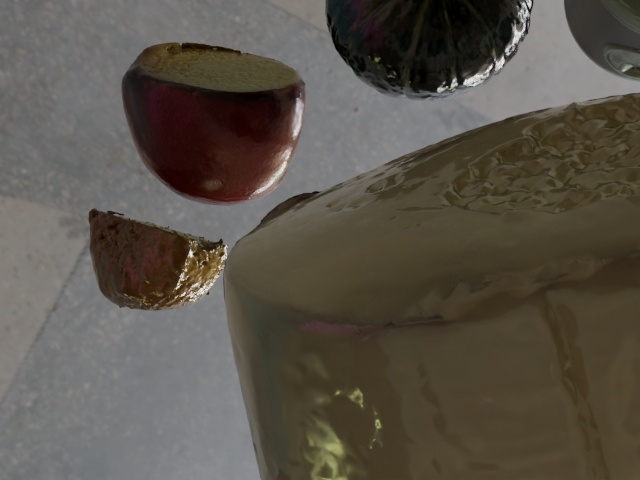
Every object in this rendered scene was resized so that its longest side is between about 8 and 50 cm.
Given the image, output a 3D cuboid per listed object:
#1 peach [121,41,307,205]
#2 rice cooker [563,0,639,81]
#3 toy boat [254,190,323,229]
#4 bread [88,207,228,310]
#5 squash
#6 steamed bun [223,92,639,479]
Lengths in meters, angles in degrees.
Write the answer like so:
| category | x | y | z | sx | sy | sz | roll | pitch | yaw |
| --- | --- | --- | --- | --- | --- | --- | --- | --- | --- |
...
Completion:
| category | x | y | z | sx | sy | sz | roll | pitch | yaw |
| --- | --- | --- | --- | --- | --- | --- | --- | --- | --- |
| peach | -0.167 | -0.180 | 1.620 | 0.274 | 0.248 | 0.245 | 17 | 89 | -5 |
| rice cooker | 0.527 | -0.399 | 1.651 | 0.288 | 0.288 | 0.277 | -38 | 172 | -8 |
| toy boat | 0.000 | 0.000 | 1.278 | 0.188 | 0.061 | 0.116 | -10 | 137 | -2 |
| bread | -0.246 | 0.035 | 1.597 | 0.143 | 0.229 | 0.140 | 5 | 96 | -43 |
| squash | 0.131 | -0.292 | 1.318 | 0.252 | 0.252 | 0.165 | -35 | 165 | -11 |
| steamed bun | 0.189 | 0.095 | 0.671 | 0.455 | 0.290 | 0.371 | -9 | 115 | 7 |
